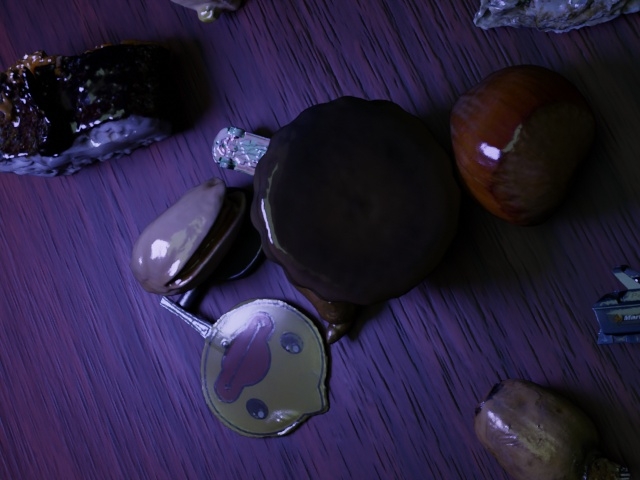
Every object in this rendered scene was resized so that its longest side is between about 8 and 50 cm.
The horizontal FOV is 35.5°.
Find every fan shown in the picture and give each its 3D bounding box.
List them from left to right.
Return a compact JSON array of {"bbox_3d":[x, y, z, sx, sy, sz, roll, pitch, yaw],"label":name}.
[{"bbox_3d":[-0.127,0.182,1.595,0.335,0.011,0.230,31,102,18],"label":"fan"}]

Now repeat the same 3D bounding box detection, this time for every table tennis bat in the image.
[{"bbox_3d":[-0.172,0.023,1.633,0.150,0.027,0.236,37,103,24],"label":"table tennis bat"}]

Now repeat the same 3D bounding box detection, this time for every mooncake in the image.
[{"bbox_3d":[0.043,-0.052,1.399,0.290,0.161,0.290,1,83,-8],"label":"mooncake"}]

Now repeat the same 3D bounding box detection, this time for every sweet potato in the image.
[{"bbox_3d":[-0.003,0.002,1.511,0.124,0.098,0.310,0,85,-3],"label":"sweet potato"}]

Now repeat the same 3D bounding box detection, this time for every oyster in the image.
[{"bbox_3d":[0.339,-0.382,1.361,0.267,0.112,0.198,0,109,18],"label":"oyster"}]

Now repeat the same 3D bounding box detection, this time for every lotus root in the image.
[{"bbox_3d":[0.305,0.272,1.343,0.221,0.118,0.125,35,120,26],"label":"lotus root"}]

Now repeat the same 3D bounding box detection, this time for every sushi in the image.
[{"bbox_3d":[-0.409,-0.225,1.649,0.348,0.234,0.208,-13,83,20],"label":"sushi"}]

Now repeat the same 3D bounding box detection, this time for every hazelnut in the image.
[{"bbox_3d":[0.259,-0.128,1.338,0.210,0.186,0.210,5,114,10],"label":"hazelnut"}]

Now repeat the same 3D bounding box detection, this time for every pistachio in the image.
[{"bbox_3d":[-0.209,-0.003,1.574,0.223,0.126,0.152,-45,32,14],"label":"pistachio"}]

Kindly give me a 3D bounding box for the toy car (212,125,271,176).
[{"bbox_3d":[-0.101,-0.135,1.587,0.142,0.055,0.069,18,97,12],"label":"toy car"}]

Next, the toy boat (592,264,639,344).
[{"bbox_3d":[0.469,0.073,1.279,0.246,0.093,0.103,-9,92,26],"label":"toy boat"}]

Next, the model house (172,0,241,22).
[{"bbox_3d":[-0.192,-0.474,1.567,0.174,0.193,0.234,-7,85,23],"label":"model house"}]
